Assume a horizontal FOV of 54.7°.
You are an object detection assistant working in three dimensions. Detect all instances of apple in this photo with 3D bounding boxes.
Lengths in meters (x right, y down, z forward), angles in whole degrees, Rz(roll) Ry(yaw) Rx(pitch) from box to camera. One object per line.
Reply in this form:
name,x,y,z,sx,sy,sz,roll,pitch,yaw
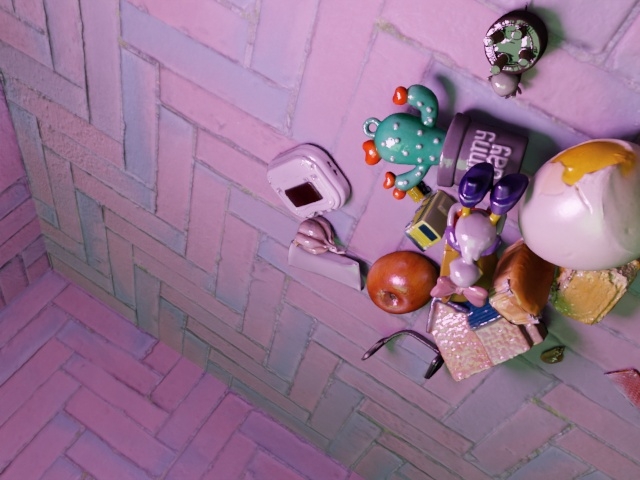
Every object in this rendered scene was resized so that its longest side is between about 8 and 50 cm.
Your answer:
apple,0.258,0.140,1.983,0.210,0.173,0.235,40,143,-3

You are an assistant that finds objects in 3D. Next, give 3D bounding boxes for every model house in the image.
model house,0.485,0.228,1.871,0.312,0.245,0.280,-32,78,26

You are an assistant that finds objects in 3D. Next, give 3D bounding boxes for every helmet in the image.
helmet,0.427,0.065,1.743,0.140,0.257,0.205,12,167,-2

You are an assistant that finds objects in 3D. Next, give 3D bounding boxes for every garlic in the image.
garlic,0.000,0.000,2.084,0.194,0.131,0.127,32,147,24

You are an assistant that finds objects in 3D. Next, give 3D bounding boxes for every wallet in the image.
wallet,0.957,0.458,1.859,0.196,0.020,0.103,44,144,-7

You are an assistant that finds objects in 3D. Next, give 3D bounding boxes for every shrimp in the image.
shrimp,0.739,0.363,1.942,0.059,0.023,0.108,33,144,-8

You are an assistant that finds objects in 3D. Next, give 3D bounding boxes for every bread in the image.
bread,0.708,0.109,1.613,0.174,0.121,0.245,19,136,10
bread,0.541,0.103,1.642,0.136,0.241,0.107,44,139,-8

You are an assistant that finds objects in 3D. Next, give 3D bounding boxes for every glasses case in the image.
glasses case,0.025,0.075,2.191,0.308,0.083,0.128,19,134,24

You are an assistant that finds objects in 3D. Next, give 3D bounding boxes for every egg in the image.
egg,0.598,-0.070,1.386,0.283,0.283,0.345,44,155,-8

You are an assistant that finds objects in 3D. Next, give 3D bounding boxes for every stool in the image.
stool,0.409,-0.395,1.333,0.125,0.121,0.217,23,136,18

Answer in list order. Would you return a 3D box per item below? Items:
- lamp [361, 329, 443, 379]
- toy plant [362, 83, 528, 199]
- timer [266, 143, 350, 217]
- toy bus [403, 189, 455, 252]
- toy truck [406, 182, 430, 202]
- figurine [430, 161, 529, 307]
lamp,0.300,0.409,2.225,0.283,0.203,0.124,20,121,30
toy plant,0.296,-0.237,1.528,0.400,0.185,0.279,16,143,16
timer,-0.045,-0.181,1.969,0.262,0.087,0.237,-14,120,48
toy bus,0.313,-0.059,1.729,0.088,0.175,0.101,43,137,-7
toy truck,0.266,-0.152,1.764,0.083,0.054,0.049,48,143,-11
figurine,0.373,0.004,1.488,0.154,0.193,0.421,13,147,10
